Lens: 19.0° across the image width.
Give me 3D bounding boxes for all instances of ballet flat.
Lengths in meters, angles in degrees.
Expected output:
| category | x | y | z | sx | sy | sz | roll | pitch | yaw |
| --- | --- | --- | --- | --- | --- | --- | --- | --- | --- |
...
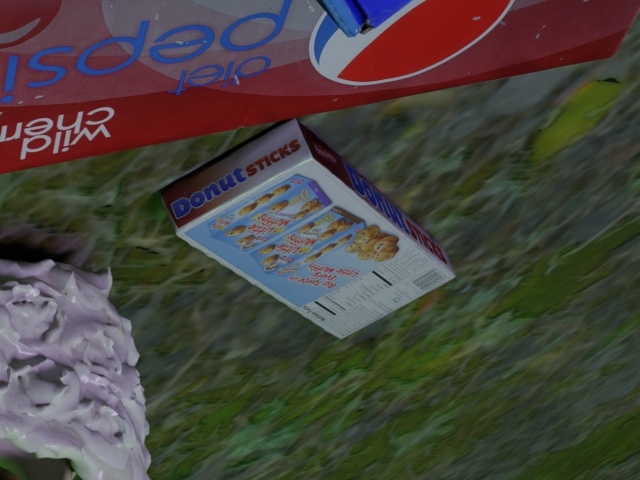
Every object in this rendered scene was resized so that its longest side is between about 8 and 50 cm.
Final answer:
| category | x | y | z | sx | sy | sz | roll | pitch | yaw |
| --- | --- | --- | --- | --- | --- | --- | --- | --- | --- |
| ballet flat | -0.223 | 0.072 | 0.638 | 0.409 | 0.147 | 0.147 | -2 | 148 | -38 |

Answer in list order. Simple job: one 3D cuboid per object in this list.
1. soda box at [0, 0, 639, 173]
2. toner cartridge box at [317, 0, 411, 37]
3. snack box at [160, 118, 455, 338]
| category | x | y | z | sx | sy | sz | roll | pitch | yaw |
| --- | --- | --- | --- | --- | --- | --- | --- | --- | --- |
| soda box | -0.028 | -0.087 | 0.541 | 0.263 | 0.083 | 0.092 | -12 | 152 | -22 |
| toner cartridge box | 0.103 | -0.199 | 0.358 | 0.348 | 0.075 | 0.165 | -37 | 154 | 2 |
| snack box | 0.000 | 0.000 | 0.815 | 0.064 | 0.022 | 0.178 | -28 | 155 | 13 |
